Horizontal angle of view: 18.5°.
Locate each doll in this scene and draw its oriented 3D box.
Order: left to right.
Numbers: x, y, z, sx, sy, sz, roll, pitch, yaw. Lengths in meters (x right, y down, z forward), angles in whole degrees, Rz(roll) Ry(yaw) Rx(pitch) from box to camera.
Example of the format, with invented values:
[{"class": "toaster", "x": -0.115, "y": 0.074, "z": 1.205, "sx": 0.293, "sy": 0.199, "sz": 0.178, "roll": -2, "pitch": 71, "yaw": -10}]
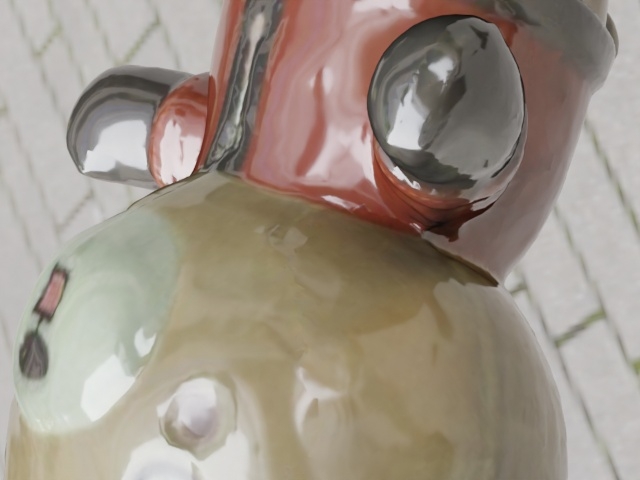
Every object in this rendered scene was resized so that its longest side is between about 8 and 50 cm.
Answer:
[{"class": "doll", "x": 0.000, "y": 0.000, "z": 0.605, "sx": 0.235, "sy": 0.174, "sz": 0.330, "roll": 10, "pitch": 85, "yaw": 52}]
